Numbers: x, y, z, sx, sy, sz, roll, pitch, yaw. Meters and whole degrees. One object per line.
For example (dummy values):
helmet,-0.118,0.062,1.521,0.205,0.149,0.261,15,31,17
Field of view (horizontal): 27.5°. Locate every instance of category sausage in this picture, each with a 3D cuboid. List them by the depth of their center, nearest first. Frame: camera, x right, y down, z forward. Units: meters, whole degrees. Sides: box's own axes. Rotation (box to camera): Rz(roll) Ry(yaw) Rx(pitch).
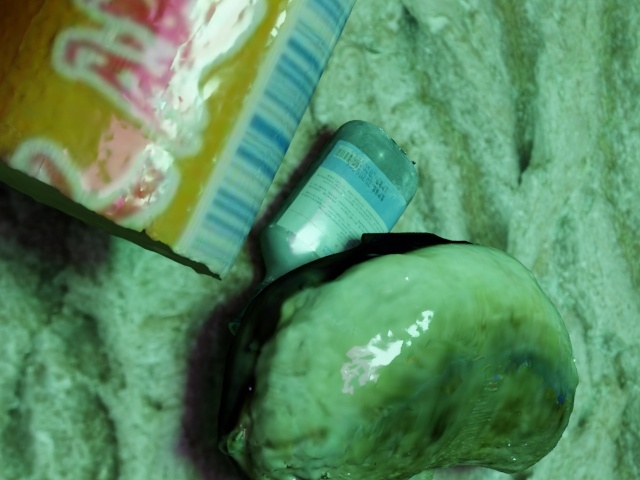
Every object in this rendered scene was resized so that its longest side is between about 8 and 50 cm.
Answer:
sausage,-0.105,-0.144,0.870,0.233,0.233,0.287,27,88,-28

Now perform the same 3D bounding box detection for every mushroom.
mushroom,0.086,0.115,1.030,0.344,0.130,0.247,12,85,-39

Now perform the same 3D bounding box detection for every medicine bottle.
medicine bottle,0.000,0.000,1.063,0.090,0.054,0.208,46,64,-22
